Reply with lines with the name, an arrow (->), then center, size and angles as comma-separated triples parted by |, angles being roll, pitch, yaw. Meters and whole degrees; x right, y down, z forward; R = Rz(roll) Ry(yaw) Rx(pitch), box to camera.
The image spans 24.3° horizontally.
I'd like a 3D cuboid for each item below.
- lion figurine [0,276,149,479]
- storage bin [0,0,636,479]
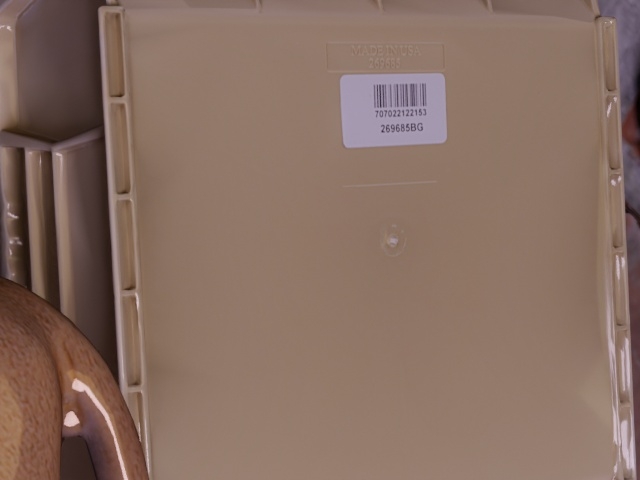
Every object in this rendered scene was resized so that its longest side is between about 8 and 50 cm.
lion figurine -> -0.206, 0.061, 0.495 | 0.392, 0.142, 0.240 | 5, 92, -17
storage bin -> 0.000, 0.000, 0.667 | 0.262, 0.123, 0.260 | -4, 92, -31
